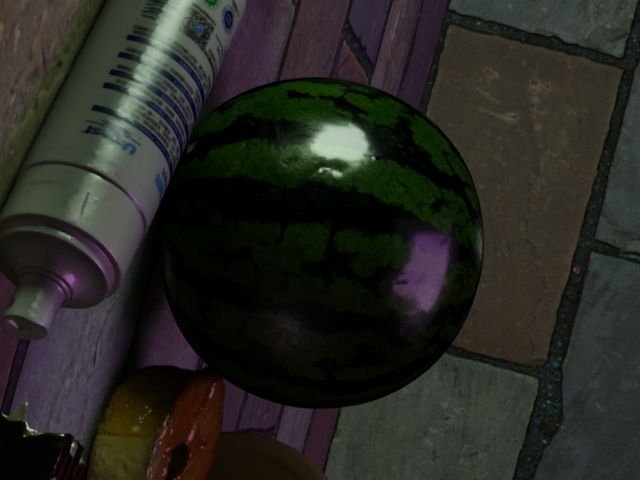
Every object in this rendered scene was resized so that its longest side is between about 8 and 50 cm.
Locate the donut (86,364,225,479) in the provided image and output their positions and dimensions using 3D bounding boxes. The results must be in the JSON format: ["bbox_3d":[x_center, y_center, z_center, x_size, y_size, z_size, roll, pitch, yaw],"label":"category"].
[{"bbox_3d":[-0.149,0.187,1.681,0.190,0.075,0.174,-55,160,-54],"label":"donut"}]

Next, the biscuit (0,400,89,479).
[{"bbox_3d":[-0.220,0.206,1.115,0.070,0.106,0.252,82,23,-66],"label":"biscuit"}]

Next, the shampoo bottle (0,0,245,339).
[{"bbox_3d":[-0.136,-0.061,1.267,0.092,0.092,0.303,93,14,-54],"label":"shampoo bottle"}]

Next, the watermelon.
[{"bbox_3d":[0.000,0.000,1.658,0.285,0.285,0.285,15,90,-82],"label":"watermelon"}]

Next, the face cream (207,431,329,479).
[{"bbox_3d":[-0.084,0.312,1.818,0.179,0.218,0.218,92,15,-54],"label":"face cream"}]
